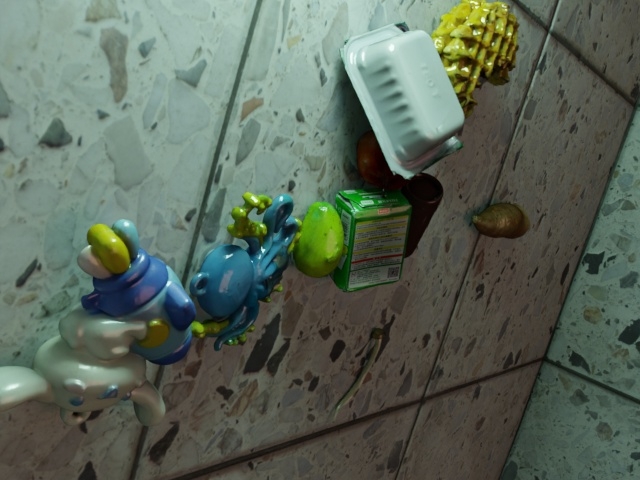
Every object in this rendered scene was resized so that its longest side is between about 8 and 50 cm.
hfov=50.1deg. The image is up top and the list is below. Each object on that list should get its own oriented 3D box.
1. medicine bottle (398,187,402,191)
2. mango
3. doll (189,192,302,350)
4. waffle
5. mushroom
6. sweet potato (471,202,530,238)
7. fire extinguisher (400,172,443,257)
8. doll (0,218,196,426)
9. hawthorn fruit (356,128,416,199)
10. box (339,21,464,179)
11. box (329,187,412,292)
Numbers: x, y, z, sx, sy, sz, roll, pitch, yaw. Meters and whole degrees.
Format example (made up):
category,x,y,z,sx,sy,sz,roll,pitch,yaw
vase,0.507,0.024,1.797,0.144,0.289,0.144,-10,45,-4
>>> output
category,x,y,z,sx,sy,sz,roll,pitch,yaw
medicine bottle,0.246,-0.111,1.858,0.079,0.079,0.140,-59,145,-11
mango,0.001,0.000,1.578,0.119,0.100,0.179,-2,102,-50
doll,-0.159,0.056,1.418,0.341,0.098,0.346,-15,126,-64
waffle,0.397,-0.483,1.794,0.324,0.151,0.261,-44,143,-32
mushroom,0.115,0.399,2.015,0.068,0.043,0.306,30,85,-38
sweet potato,0.613,-0.070,2.338,0.336,0.131,0.131,2,107,-55
fire extinguisher,0.233,-0.040,1.807,0.138,0.102,0.344,-38,160,-32
doll,-0.331,0.158,1.144,0.366,0.187,0.376,-59,164,2
hawthorn fruit,0.160,-0.181,1.617,0.157,0.156,0.194,58,33,-50
box,0.212,-0.330,1.530,0.264,0.106,0.337,-32,101,-41
box,0.117,-0.002,1.675,0.180,0.103,0.250,-8,123,-22
